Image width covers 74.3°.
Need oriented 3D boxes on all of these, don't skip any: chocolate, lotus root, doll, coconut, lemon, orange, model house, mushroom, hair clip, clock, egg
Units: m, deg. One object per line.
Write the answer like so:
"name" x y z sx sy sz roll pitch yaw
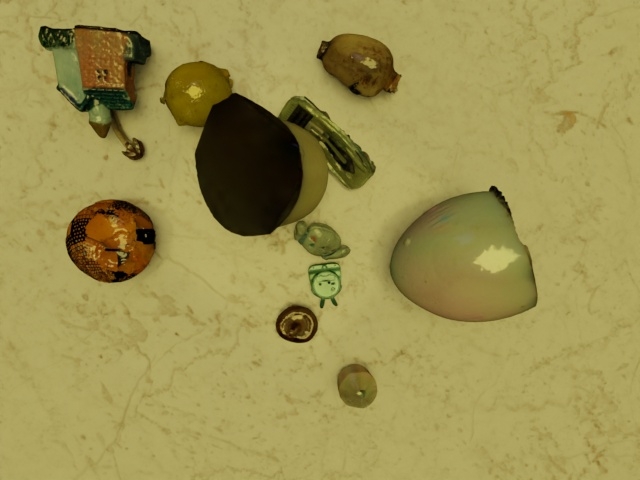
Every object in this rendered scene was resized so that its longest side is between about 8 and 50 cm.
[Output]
"chocolate" -0.129 -0.196 1.134 0.314 0.297 0.326 40 124 17
"lotus root" 0.113 -0.503 1.216 0.257 0.140 0.154 21 85 1
"doll" 0.000 0.000 1.245 0.104 0.071 0.214 -32 136 30
"coconut" 0.111 0.442 1.273 0.116 0.122 0.116 0 92 -4
"lemon" -0.336 -0.408 1.176 0.206 0.173 0.173 -34 95 -5
"orange" -0.579 0.001 1.177 0.235 0.182 0.234 -2 105 -6
"model house" -0.610 -0.433 1.168 0.253 0.184 0.291 4 103 -6
"mushroom" -0.071 0.255 1.272 0.126 0.085 0.109 25 56 -3
"hair clip" 0.028 -0.293 1.246 0.321 0.138 0.091 43 46 -4
"clock" 0.019 0.136 1.291 0.101 0.041 0.134 -8 94 -3
"mushroom" -0.575 -0.317 1.223 0.060 0.061 0.187 -32 90 0
"egg" 0.364 0.064 1.166 0.340 0.354 0.354 -19 94 14
